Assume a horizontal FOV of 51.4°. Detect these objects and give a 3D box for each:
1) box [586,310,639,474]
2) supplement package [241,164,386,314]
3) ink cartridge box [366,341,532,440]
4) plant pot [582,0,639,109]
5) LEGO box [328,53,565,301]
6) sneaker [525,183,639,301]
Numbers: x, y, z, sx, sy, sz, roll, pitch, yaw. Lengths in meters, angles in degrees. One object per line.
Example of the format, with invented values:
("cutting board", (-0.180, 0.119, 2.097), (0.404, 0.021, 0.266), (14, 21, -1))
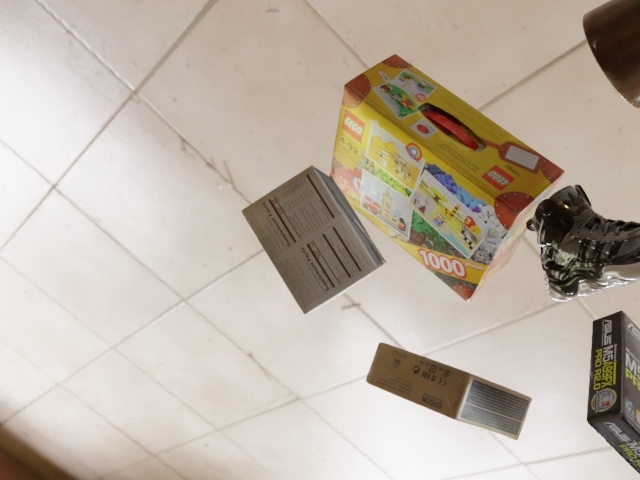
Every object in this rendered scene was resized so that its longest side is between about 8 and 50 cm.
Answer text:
("box", (0.544, 0.281, 1.088), (0.270, 0.216, 0.060), (44, 134, -15))
("supplement package", (0.000, 0.000, 1.191), (0.145, 0.262, 0.204), (-32, 85, 8))
("ink cartridge box", (0.233, 0.275, 1.228), (0.193, 0.088, 0.235), (27, 170, -35))
("plant pot", (0.633, -0.386, 1.186), (0.215, 0.215, 0.230), (44, 134, -15))
("LEGO box", (0.275, -0.149, 1.627), (0.500, 0.193, 0.372), (41, 150, 21))
("sneaker", (0.388, -0.014, 0.914), (0.153, 0.101, 0.268), (65, 151, 7))
